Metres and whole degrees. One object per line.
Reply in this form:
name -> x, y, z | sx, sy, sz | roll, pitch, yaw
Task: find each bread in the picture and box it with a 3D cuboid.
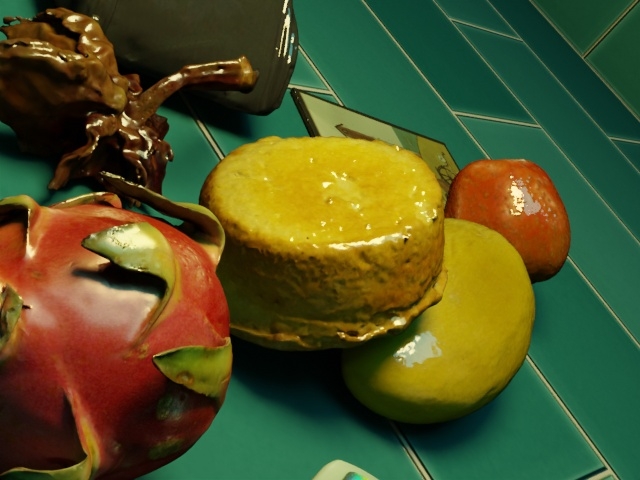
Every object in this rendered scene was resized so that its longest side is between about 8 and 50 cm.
bread -> 0.000, 0.000, 0.923 | 0.269, 0.145, 0.268 | 1, 35, -1

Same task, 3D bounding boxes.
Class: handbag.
handbag -> -0.162, -0.305, 1.143 | 0.302, 0.178, 0.275 | 19, 26, -35

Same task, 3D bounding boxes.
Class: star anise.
star anise -> -0.195, -0.146, 0.961 | 0.346, 0.148, 0.237 | -11, 60, -43

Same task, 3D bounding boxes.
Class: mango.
mango -> 0.140, 0.089, 1.053 | 0.195, 0.142, 0.331 | 34, 38, -3

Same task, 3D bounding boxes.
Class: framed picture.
framed picture -> 0.117, -0.098, 1.388 | 0.324, 0.013, 0.244 | 14, 39, -39

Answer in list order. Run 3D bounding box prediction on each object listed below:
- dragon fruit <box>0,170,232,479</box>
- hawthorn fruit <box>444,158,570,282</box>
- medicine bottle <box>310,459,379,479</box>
dragon fruit -> -0.167, 0.066, 0.648 | 0.224, 0.224, 0.227 | 53, 13, 20
hawthorn fruit -> 0.240, -0.021, 1.268 | 0.189, 0.189, 0.189 | 29, 32, -20
medicine bottle -> -0.002, 0.265, 0.702 | 0.121, 0.083, 0.229 | 43, 29, 6
